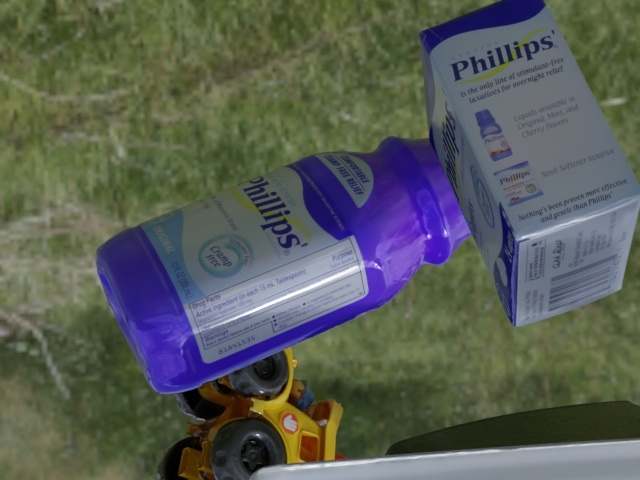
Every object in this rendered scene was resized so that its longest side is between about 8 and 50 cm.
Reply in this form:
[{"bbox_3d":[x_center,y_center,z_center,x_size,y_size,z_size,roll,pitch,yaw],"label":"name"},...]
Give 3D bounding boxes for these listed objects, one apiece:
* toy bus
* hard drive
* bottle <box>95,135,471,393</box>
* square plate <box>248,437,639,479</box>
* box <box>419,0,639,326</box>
[{"bbox_3d":[-0.043,0.212,1.400,0.211,0.220,0.149,21,152,-27],"label":"toy bus"},{"bbox_3d":[0.188,0.180,1.051,0.255,0.054,0.172,-7,-171,-22],"label":"hard drive"},{"bbox_3d":[0.000,0.000,0.869,0.283,0.118,0.092,-22,131,-12],"label":"bottle"},{"bbox_3d":[0.086,0.272,0.887,0.344,0.049,0.347,0,128,-21],"label":"square plate"},{"bbox_3d":[0.113,-0.042,0.729,0.072,0.137,0.126,-20,154,-2],"label":"box"}]
